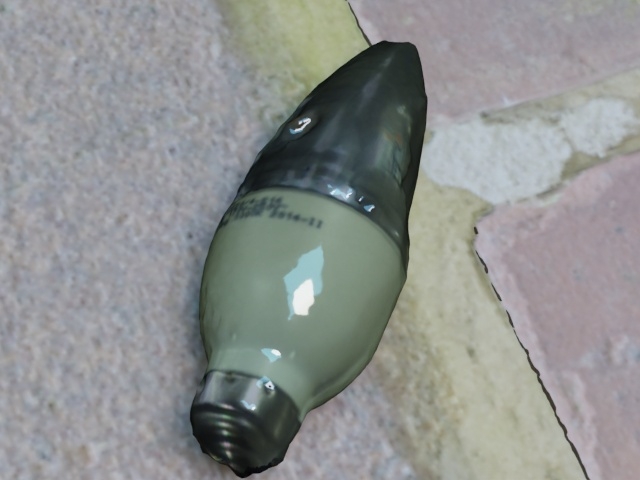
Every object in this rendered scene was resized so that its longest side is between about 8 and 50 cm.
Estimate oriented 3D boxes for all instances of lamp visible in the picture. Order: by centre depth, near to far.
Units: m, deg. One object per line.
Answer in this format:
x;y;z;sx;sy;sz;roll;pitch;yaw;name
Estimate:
0.000;0.000;0.840;0.101;0.101;0.250;24;58;-1;lamp
